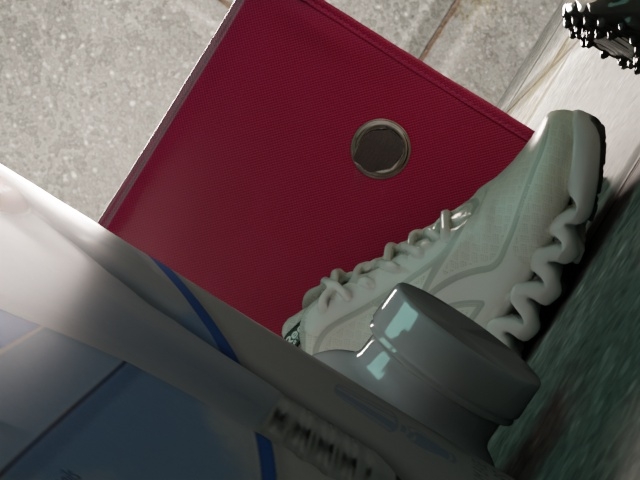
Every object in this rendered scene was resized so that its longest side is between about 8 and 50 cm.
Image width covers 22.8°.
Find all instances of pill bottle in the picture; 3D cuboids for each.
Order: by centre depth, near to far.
[{"bbox_3d":[0.011,0.113,0.678,0.184,0.103,0.103,-56,0,9],"label":"pill bottle"}]

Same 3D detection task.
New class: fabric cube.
[{"bbox_3d":[0.000,0.000,1.081,0.258,0.254,0.259,-58,0,1],"label":"fabric cube"}]

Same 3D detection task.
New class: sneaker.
[{"bbox_3d":[0.053,0.043,0.879,0.292,0.118,0.110,-57,-2,15],"label":"sneaker"},{"bbox_3d":[0.201,-0.159,0.961,0.106,0.078,0.234,-61,-3,9],"label":"sneaker"}]

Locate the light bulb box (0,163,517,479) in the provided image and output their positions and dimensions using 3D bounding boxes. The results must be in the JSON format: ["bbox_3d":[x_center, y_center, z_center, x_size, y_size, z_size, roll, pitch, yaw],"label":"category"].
[{"bbox_3d":[-0.142,0.114,0.461,0.225,0.361,0.358,-58,0,9],"label":"light bulb box"}]
